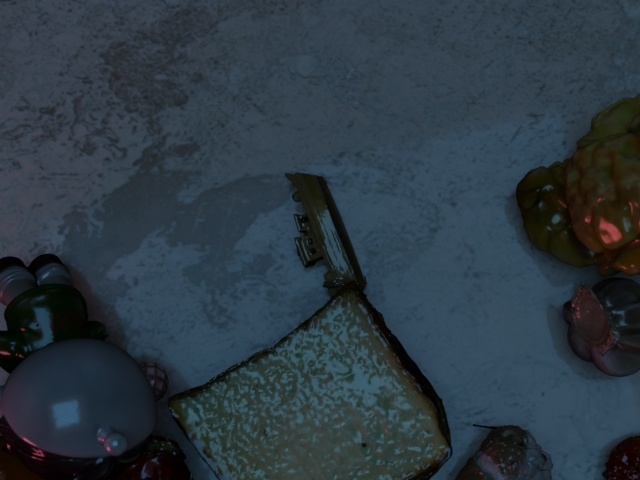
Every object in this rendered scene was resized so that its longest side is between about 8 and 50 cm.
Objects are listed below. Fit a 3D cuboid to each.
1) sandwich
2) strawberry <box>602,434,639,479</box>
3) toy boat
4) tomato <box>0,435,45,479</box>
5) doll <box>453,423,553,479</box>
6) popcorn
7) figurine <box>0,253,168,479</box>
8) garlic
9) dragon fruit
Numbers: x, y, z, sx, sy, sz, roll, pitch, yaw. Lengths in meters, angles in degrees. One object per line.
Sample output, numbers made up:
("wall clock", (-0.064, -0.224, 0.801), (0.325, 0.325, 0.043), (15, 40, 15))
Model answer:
("sandwich", (-0.001, 0.238, 1.351), (0.301, 0.099, 0.271), (-33, 90, 3))
("strawberry", (0.437, 0.342, 1.341), (0.121, 0.082, 0.188), (-8, 77, -2))
("toy boat", (0.000, 0.000, 1.429), (0.072, 0.064, 0.206), (-24, 82, 15))
("tomato", (-0.433, 0.368, 1.319), (0.260, 0.180, 0.259), (-1, 81, 4))
("doll", (0.218, 0.343, 1.335), (0.115, 0.105, 0.221), (16, 79, 42))
("popcorn", (0.415, -0.063, 1.338), (0.332, 0.265, 0.225), (-19, 117, 25))
("figurine", (-0.323, 0.158, 1.311), (0.281, 0.167, 0.370), (-1, 41, -33))
("garlic", (0.406, 0.098, 1.378), (0.194, 0.127, 0.131), (-21, 54, -32))
("dragon fruit", (-0.253, 0.365, 1.346), (0.125, 0.125, 0.246), (39, 87, -11))
